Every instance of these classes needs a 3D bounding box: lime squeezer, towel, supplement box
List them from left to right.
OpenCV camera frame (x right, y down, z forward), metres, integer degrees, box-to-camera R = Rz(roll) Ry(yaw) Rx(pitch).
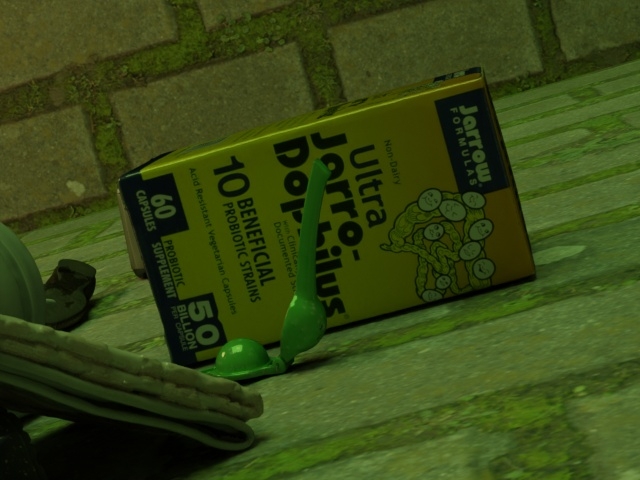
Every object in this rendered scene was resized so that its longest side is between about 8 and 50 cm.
[{"bbox_3d":[-0.255,0.093,1.119,0.332,0.053,0.317,21,-14,-33],"label":"towel"},{"bbox_3d":[-0.066,0.077,1.284,0.310,0.110,0.059,-45,16,21],"label":"lime squeezer"},{"bbox_3d":[0.013,-0.028,1.453,0.357,0.194,0.195,-15,8,8],"label":"supplement box"}]

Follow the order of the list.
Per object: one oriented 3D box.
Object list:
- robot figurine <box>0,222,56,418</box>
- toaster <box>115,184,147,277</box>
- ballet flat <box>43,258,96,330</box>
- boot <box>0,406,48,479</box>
[{"bbox_3d":[-0.394,0.080,1.401,0.199,0.300,0.353,-57,-10,24],"label":"robot figurine"},{"bbox_3d":[-0.190,-0.046,2.122,0.129,0.146,0.227,-8,11,39],"label":"toaster"},{"bbox_3d":[-0.340,0.083,1.914,0.084,0.058,0.250,19,14,-3],"label":"ballet flat"},{"bbox_3d":[-0.359,0.193,1.033,0.223,0.118,0.338,-30,11,-38],"label":"boot"}]
